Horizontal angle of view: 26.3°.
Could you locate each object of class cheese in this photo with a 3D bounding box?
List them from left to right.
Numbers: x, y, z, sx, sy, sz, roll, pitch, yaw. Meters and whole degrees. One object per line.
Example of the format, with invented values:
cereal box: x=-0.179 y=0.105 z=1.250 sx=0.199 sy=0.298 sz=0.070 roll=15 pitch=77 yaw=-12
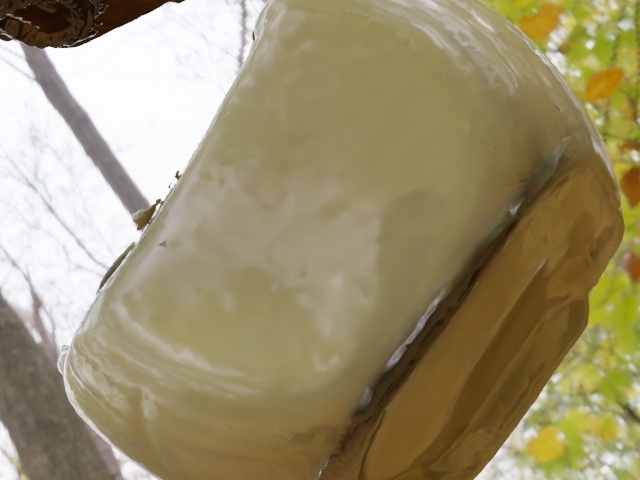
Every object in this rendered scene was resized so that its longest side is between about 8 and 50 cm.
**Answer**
cheese: x=0.000 y=0.000 z=0.640 sx=0.266 sy=0.233 sz=0.127 roll=-55 pitch=-28 yaw=-9

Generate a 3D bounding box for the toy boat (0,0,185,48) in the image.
toy boat: x=-0.086 y=-0.099 z=0.413 sx=0.057 sy=0.077 sz=0.200 roll=-20 pitch=-8 yaw=27
